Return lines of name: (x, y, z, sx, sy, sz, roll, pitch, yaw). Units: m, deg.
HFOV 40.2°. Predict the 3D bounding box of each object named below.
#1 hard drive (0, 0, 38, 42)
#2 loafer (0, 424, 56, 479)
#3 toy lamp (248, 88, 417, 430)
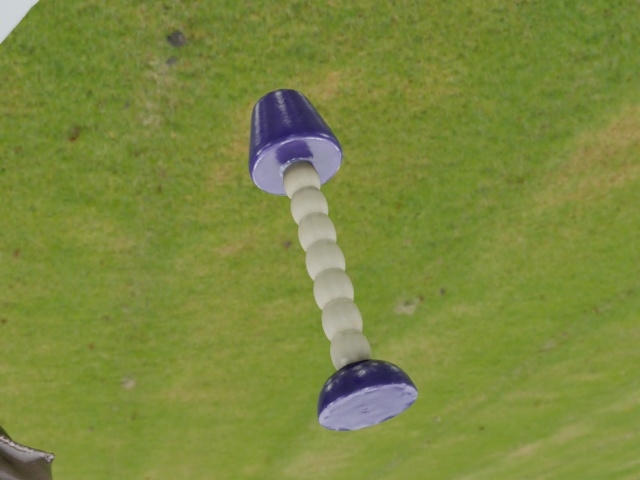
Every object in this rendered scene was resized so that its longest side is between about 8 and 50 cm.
hard drive: (-0.193, -0.072, 0.176, 0.047, 0.353, 0.233, -2, 134, 21)
loafer: (-0.371, 0.117, 0.750, 0.366, 0.130, 0.134, 39, 147, -24)
toy lamp: (0.000, 0.000, 0.657, 0.080, 0.274, 0.080, -13, 148, -8)
